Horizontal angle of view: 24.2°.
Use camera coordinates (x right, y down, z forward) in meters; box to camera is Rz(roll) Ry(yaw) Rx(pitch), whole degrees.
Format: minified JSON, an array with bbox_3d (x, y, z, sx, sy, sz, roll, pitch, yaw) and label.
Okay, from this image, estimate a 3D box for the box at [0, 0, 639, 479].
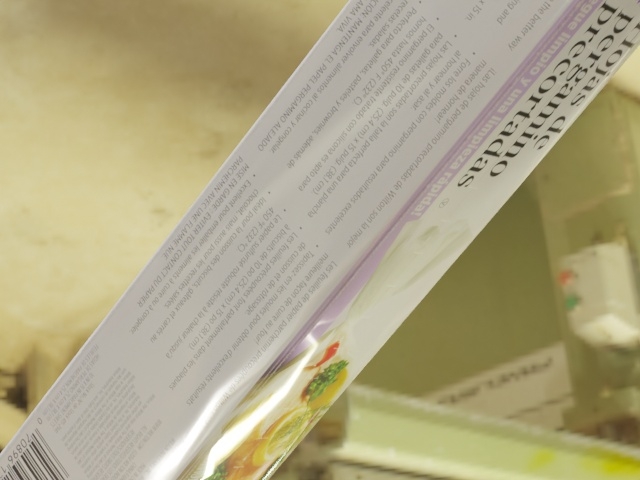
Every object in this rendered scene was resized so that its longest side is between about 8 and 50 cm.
[{"bbox_3d":[0.000,0.000,0.495,0.324,0.067,0.063,-52,153,18],"label":"box"}]
